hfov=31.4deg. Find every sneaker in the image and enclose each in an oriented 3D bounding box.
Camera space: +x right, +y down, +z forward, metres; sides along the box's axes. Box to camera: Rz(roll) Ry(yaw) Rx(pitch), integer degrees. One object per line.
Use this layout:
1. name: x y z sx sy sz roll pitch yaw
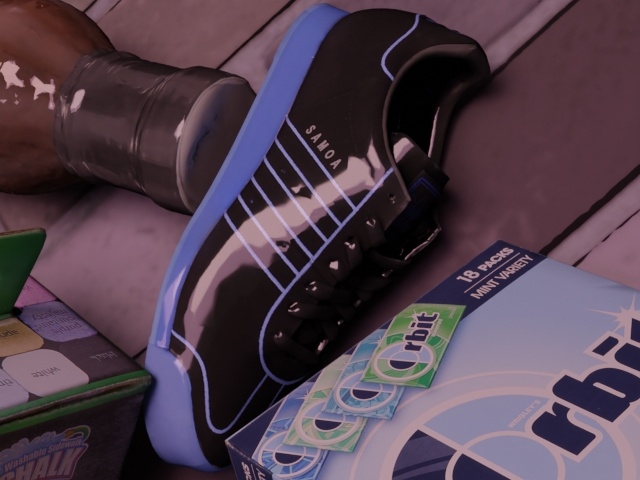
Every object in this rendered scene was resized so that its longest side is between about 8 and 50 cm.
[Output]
1. sneaker: 0.000 0.000 0.510 0.090 0.081 0.232 15 80 33

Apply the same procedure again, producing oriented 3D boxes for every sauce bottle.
1. sauce bottle: -0.188 -0.085 0.611 0.344 0.111 0.111 19 82 27

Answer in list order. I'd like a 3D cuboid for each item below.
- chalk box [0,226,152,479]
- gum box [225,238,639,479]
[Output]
1. chalk box: -0.173 0.084 0.488 0.132 0.132 0.213 33 116 30
2. gum box: 0.085 0.076 0.395 0.157 0.041 0.184 -33 37 -30
